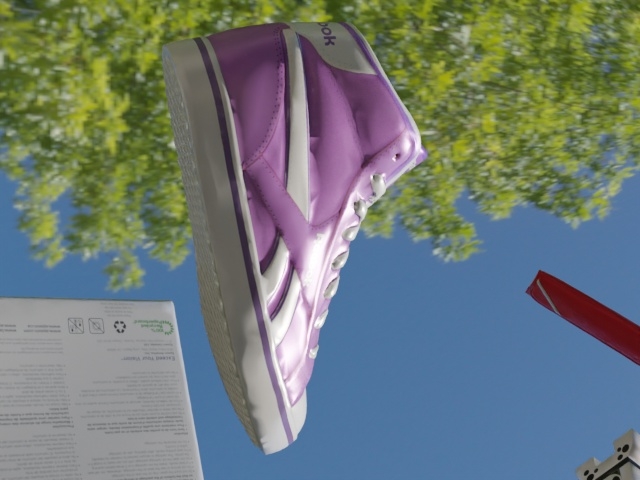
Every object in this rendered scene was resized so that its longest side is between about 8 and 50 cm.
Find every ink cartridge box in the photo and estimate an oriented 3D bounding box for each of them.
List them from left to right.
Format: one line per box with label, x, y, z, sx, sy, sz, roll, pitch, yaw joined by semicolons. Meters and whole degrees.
ink cartridge box;-0.202;0.153;0.978;0.045;0.223;0.224;-38;-123;45

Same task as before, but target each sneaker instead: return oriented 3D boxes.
sneaker;0.000;0.000;0.786;0.161;0.102;0.282;-13;-66;-16

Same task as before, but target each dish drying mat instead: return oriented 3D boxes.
dish drying mat;0.150;0.044;0.660;0.083;0.032;0.008;33;-115;9

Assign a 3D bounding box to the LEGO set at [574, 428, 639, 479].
LEGO set;0.180;0.255;0.916;0.087;0.093;0.227;37;-64;-20
